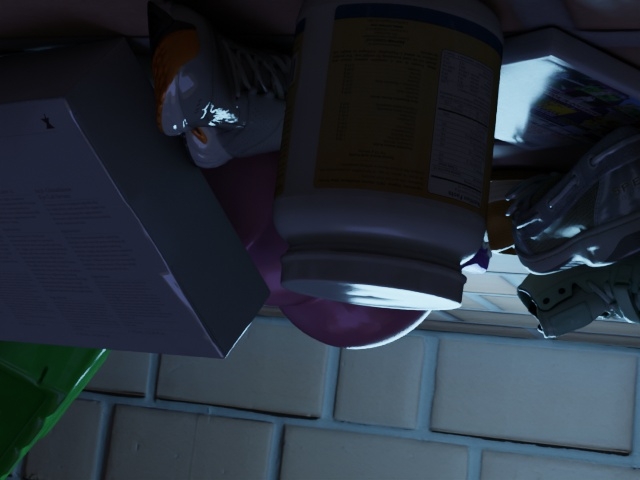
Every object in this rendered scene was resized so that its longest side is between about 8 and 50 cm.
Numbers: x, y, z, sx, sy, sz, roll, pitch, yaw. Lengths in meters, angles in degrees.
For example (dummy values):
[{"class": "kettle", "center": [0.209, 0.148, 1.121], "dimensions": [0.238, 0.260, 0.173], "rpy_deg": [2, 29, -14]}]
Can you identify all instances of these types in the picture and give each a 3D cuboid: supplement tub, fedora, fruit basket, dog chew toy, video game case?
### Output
[{"class": "supplement tub", "center": [0.044, -0.060, 0.776], "dimensions": [0.144, 0.200, 0.144], "rpy_deg": [7, 171, 1]}, {"class": "fedora", "center": [0.236, -0.021, 1.269], "dimensions": [0.194, 0.079, 0.194], "rpy_deg": [7, 170, 1]}, {"class": "fruit basket", "center": [-0.401, 0.083, 1.464], "dimensions": [0.283, 0.392, 0.392], "rpy_deg": [30, 165, -14]}, {"class": "dog chew toy", "center": [-0.022, -0.014, 1.172], "dimensions": [0.331, 0.207, 0.206], "rpy_deg": [24, 163, -37]}, {"class": "video game case", "center": [0.175, -0.114, 0.913], "dimensions": [0.201, 0.023, 0.183], "rpy_deg": [15, 168, -39]}]

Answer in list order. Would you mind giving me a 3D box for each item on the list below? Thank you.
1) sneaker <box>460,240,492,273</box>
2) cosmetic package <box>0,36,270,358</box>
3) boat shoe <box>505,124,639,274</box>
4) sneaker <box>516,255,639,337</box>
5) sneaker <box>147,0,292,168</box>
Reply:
[{"class": "sneaker", "center": [0.140, 0.029, 1.585], "dimensions": [0.236, 0.105, 0.095], "rpy_deg": [13, 168, -39]}, {"class": "cosmetic package", "center": [-0.266, -0.030, 1.078], "dimensions": [0.377, 0.097, 0.284], "rpy_deg": [0, 133, 38]}, {"class": "boat shoe", "center": [0.240, -0.035, 1.038], "dimensions": [0.118, 0.103, 0.320], "rpy_deg": [-22, 180, -2]}, {"class": "sneaker", "center": [0.327, 0.078, 1.258], "dimensions": [0.256, 0.151, 0.094], "rpy_deg": [33, 158, 56]}, {"class": "sneaker", "center": [-0.057, -0.122, 0.873], "dimensions": [0.121, 0.099, 0.262], "rpy_deg": [-6, 175, 3]}]
